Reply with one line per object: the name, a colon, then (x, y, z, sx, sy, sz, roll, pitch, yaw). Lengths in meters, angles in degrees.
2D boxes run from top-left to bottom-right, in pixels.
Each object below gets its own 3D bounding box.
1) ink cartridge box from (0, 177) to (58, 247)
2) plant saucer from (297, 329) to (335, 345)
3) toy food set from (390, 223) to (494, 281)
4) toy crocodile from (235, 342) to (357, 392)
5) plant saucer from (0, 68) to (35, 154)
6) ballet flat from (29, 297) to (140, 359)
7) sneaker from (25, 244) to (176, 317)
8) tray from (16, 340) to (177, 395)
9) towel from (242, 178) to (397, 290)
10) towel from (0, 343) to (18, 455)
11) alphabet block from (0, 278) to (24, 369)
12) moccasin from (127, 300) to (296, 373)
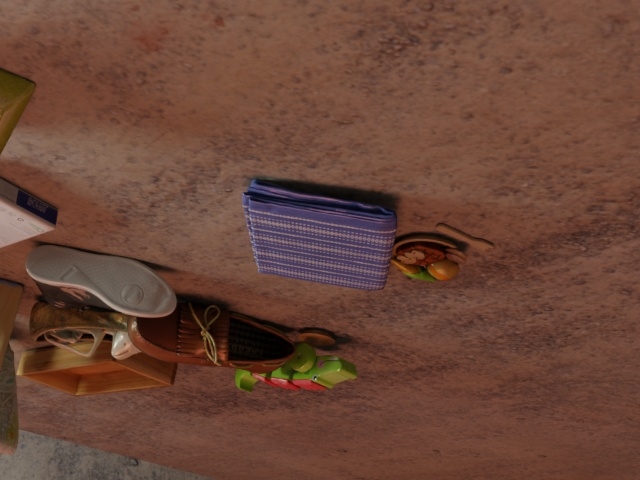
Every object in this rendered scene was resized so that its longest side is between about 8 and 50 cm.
ink cartridge box: (-0.610, -0.053, 1.649, 0.224, 0.045, 0.223, -17, 147, 29)
plant saucer: (-0.008, 0.212, 2.109, 0.083, 0.015, 0.083, 7, 156, 3)
toy food set: (0.183, 0.031, 1.609, 0.132, 0.038, 0.192, 21, 153, -27)
toy crocodile: (-0.064, 0.298, 2.188, 0.340, 0.105, 0.115, -3, 155, 38)
plant saucer: (-0.511, -0.170, 1.297, 0.188, 0.045, 0.188, 21, 131, -26)
ballet flat: (-0.479, 0.208, 2.135, 0.348, 0.123, 0.123, 7, 156, 2)
sneaker: (-0.426, 0.095, 1.890, 0.296, 0.104, 0.147, 16, 157, -3)
tray: (-0.586, 0.331, 2.500, 0.411, 0.076, 0.203, -13, 148, 39)
towel: (0.000, 0.000, 1.597, 0.243, 0.040, 0.336, 10, 158, 4)
towel: (-0.859, 0.327, 2.273, 0.090, 0.320, 0.374, -22, 148, 14)
alphabet block: (-0.773, 0.189, 2.087, 0.193, 0.197, 0.192, 16, 155, -15)
moccasin: (-0.224, 0.206, 2.015, 0.380, 0.139, 0.147, 23, 151, -30)
